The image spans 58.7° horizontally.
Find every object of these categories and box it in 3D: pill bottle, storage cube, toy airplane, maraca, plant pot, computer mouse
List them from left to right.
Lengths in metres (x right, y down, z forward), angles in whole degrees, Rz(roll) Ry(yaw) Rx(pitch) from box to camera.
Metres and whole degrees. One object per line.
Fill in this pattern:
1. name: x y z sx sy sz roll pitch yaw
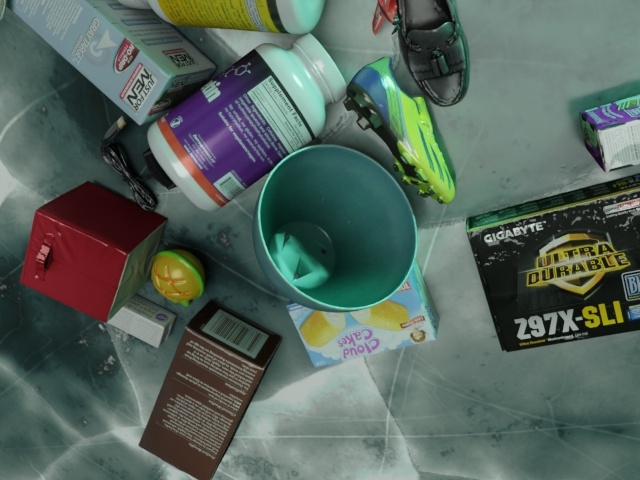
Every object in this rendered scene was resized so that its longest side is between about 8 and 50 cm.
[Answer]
1. storage cube: -0.463 0.021 1.178 0.193 0.215 0.184 25 115 -2
2. computer mouse: -0.323 -0.186 1.140 0.262 0.060 0.184 -28 106 35
3. maraca: -0.310 0.084 1.224 0.127 0.099 0.186 41 142 -1
4. pill bottle: -0.168 -0.441 0.917 0.333 0.188 0.188 9 113 15
5. pill bottle: -0.119 -0.206 0.971 0.323 0.181 0.181 -36 99 1
6. plant pot: 0.000 0.000 1.028 0.290 0.290 0.195 44 152 -4
7. toy airplane: 0.095 -0.401 0.913 0.028 0.151 0.151 -23 105 -9

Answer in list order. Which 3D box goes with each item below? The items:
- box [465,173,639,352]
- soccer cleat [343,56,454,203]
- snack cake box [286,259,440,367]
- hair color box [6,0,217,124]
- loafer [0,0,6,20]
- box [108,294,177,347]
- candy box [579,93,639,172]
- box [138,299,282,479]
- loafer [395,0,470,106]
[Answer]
1. box: 0.448 0.046 1.004 0.322 0.079 0.257 -14 108 20
2. soccer cleat: 0.161 -0.182 0.975 0.121 0.093 0.289 -47 113 -10
3. snack cake box: 0.086 0.145 1.137 0.264 0.089 0.152 -18 104 22
4. hair color box: -0.387 -0.384 1.005 0.374 0.185 0.113 42 117 -3
5. loafer: -0.530 -0.418 0.913 0.045 0.039 0.125 -6 119 -15
6. box: -0.492 0.139 1.311 0.324 0.063 0.067 25 117 5
7. candy box: 0.525 -0.182 0.845 0.233 0.159 0.071 -14 108 19
8. box: -0.251 0.346 1.287 0.191 0.143 0.381 28 114 3
9. loafer: 0.166 -0.357 0.910 0.109 0.095 0.303 -12 107 20
